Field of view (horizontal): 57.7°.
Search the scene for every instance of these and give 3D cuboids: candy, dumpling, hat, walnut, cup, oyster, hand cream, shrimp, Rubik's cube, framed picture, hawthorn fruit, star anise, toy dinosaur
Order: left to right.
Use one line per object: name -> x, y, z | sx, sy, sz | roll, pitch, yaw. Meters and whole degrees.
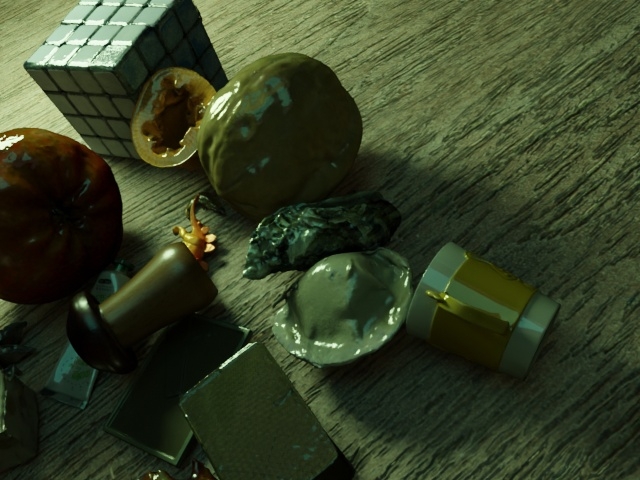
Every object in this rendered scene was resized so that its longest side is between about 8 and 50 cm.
candy -> -0.679, 0.371, 1.169 | 0.195, 0.137, 0.185 | -25, 51, -2
star anise -> -0.744, 0.252, 1.326 | 0.171, 0.063, 0.208 | -32, 51, -8
hawthorn fruit -> -0.672, -0.060, 1.349 | 0.402, 0.403, 0.403 | -9, 53, 12
hand cream -> -0.504, 0.198, 1.295 | 0.121, 0.076, 0.336 | 6, 63, 21
Rubik's cube -> -0.506, -0.451, 1.587 | 0.343, 0.344, 0.337 | 11, 58, 26
framed picture -> -0.288, 0.282, 1.172 | 0.211, 0.020, 0.290 | 11, 59, 30
hat -> -0.330, -0.270, 1.471 | 0.233, 0.233, 0.244 | -33, 73, 1
toy dinosaur -> -0.299, 0.019, 1.352 | 0.117, 0.070, 0.288 | 14, 64, 14
shrimp -> -0.285, -0.077, 1.442 | 0.127, 0.025, 0.091 | 25, 66, 36
walnut -> -0.087, -0.218, 1.273 | 0.381, 0.381, 0.381 | -9, 53, 12
oyster -> -0.005, -0.002, 1.170 | 0.350, 0.162, 0.158 | -19, 23, -23
dumpling -> 0.052, 0.133, 1.105 | 0.292, 0.163, 0.205 | -29, 71, 6
cup -> 0.269, 0.124, 0.988 | 0.226, 0.241, 0.186 | 26, 96, 25

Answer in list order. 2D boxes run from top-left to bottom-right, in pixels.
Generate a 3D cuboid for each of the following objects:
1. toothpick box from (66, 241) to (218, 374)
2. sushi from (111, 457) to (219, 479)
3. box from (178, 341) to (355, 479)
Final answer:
toothpick box -> -0.367, 0.138, 1.191 | 0.294, 0.192, 0.192 | -35, 52, -11
sushi -> -0.299, 0.497, 0.938 | 0.343, 0.197, 0.182 | -12, 33, 3
box -> -0.091, 0.339, 0.998 | 0.184, 0.143, 0.273 | -38, 52, -10
